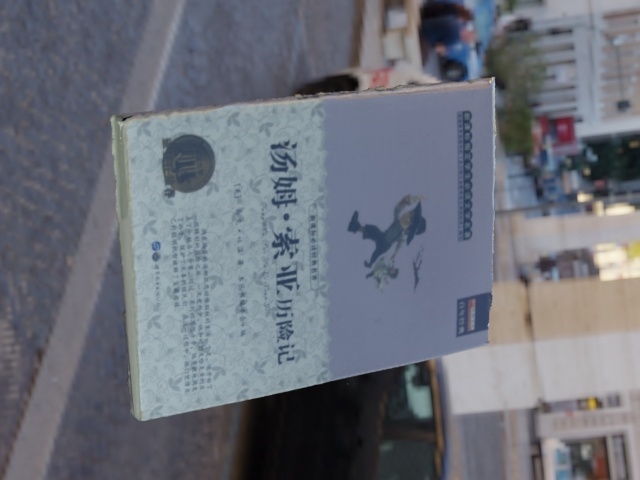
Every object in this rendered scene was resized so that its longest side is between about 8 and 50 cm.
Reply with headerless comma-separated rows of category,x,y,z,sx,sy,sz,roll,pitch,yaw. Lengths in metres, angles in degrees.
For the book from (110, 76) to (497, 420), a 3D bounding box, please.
book,0.000,0.000,0.577,0.014,0.181,0.127,19,-67,57
